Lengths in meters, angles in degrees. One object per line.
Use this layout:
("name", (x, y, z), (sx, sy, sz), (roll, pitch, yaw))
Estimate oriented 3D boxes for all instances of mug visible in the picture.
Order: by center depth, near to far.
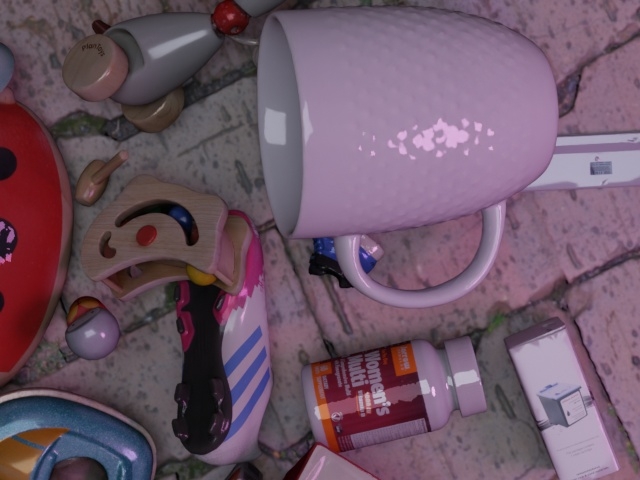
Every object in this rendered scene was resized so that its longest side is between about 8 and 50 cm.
("mug", (0.111, -0.102, 1.823), (0.328, 0.276, 0.374), (-5, 95, -12))

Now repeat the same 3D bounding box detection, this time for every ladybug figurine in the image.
("ladybug figurine", (-0.481, 0.013, 1.905), (0.305, 0.162, 0.450), (14, 92, 2))

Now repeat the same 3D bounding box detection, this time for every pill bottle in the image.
("pill bottle", (0.094, 0.194, 1.905), (0.221, 0.121, 0.121), (-14, 91, 3))

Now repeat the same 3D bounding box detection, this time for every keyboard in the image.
("keyboard", (0.365, -0.104, 1.942), (0.256, 0.014, 0.072), (-3, 97, 3))

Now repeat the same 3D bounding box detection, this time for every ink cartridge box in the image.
("ink cartridge box", (0.304, 0.204, 1.887), (0.082, 0.139, 0.191), (-23, 90, 5))
("ink cartridge box", (-0.144, 0.369, 1.906), (0.045, 0.145, 0.179), (42, 90, -3))

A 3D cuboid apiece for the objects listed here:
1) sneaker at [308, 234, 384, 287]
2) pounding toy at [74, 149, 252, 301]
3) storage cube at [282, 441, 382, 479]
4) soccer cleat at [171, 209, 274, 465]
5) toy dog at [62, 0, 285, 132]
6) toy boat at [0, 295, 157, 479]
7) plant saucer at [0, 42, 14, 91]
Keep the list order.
("sneaker", (0.000, 0.000, 1.935), (0.152, 0.058, 0.085), (39, 84, -6))
("pounding toy", (-0.230, -0.011, 1.870), (0.269, 0.155, 0.154), (16, 74, 35))
("storage cube", (0.010, 0.389, 1.850), (0.215, 0.193, 0.184), (32, 67, 0))
("soccer cleat", (-0.118, 0.130, 1.930), (0.116, 0.143, 0.331), (-6, 69, 31))
("toy dog", (-0.177, -0.283, 1.889), (0.333, 0.220, 0.161), (-24, 59, -4))
("toy boat", (-0.324, 0.226, 1.882), (0.267, 0.148, 0.318), (13, 98, -16))
("plant saucer", (-0.487, -0.213, 1.894), (0.194, 0.195, 0.037), (-15, 131, 3))
